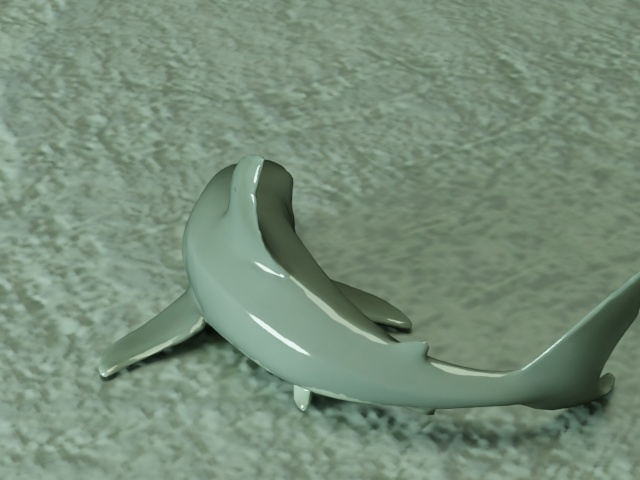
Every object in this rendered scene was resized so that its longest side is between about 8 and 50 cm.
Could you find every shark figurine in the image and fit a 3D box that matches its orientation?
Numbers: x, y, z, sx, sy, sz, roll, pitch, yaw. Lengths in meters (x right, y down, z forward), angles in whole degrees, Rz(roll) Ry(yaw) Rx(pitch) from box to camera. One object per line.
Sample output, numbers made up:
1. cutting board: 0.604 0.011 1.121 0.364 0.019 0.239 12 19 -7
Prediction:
1. shark figurine: 0.003 0.015 0.904 0.166 0.116 0.278 -28 38 -34
